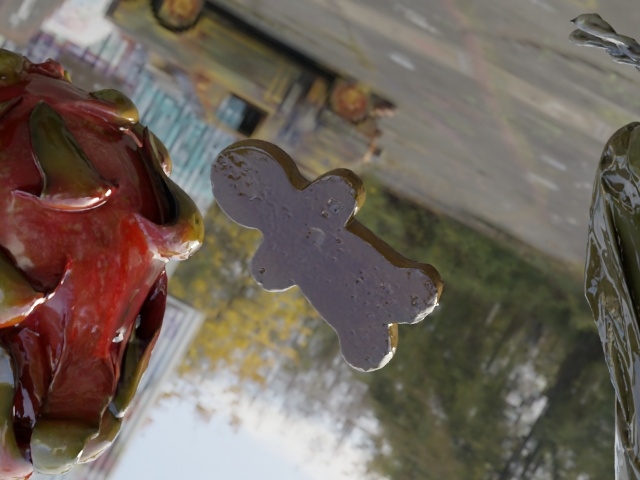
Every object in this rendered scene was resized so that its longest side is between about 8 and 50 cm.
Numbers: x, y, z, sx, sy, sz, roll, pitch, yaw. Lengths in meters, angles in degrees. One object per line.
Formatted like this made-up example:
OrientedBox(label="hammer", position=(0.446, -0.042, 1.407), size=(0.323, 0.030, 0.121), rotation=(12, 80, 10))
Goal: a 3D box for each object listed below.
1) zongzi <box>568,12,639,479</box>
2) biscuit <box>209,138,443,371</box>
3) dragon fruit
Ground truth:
OrientedBox(label="zongzi", position=(0.265, 0.120, 0.935), size=(0.218, 0.467, 0.500), rotation=(-7, 118, 35))
OrientedBox(label="biscuit", position=(0.000, 0.000, 1.542), size=(0.301, 0.197, 0.049), rotation=(42, -146, 1))
OrientedBox(label="dragon fruit", position=(-0.218, 0.015, 1.004), size=(0.243, 0.307, 0.227), rotation=(19, 158, 13))
